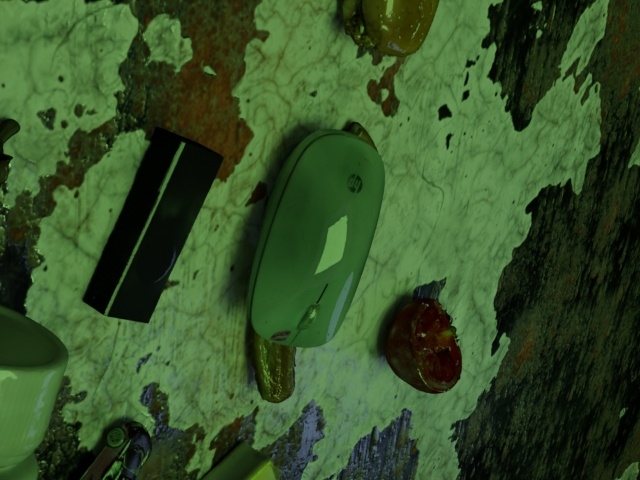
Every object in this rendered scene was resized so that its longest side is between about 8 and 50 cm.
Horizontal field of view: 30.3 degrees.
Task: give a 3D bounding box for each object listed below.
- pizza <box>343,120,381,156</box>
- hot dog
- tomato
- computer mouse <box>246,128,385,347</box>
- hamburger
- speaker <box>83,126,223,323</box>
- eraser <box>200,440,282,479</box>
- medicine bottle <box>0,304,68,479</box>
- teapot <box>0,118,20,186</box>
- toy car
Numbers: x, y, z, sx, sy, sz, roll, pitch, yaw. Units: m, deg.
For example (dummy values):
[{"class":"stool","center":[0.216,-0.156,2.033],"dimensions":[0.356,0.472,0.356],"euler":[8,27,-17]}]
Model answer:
[{"class":"pizza","center":[0.027,-0.068,1.626],"dimensions":[0.176,0.036,0.185],"euler":[-32,135,-38]},{"class":"hot dog","center":[-0.066,0.125,1.621],"dimensions":[0.066,0.047,0.216],"euler":[-9,118,-16]},{"class":"tomato","center":[0.157,0.173,1.924],"dimensions":[0.139,0.091,0.159],"euler":[-36,112,-49]},{"class":"computer mouse","center":[0.004,0.000,1.530],"dimensions":[0.159,0.097,0.288],"euler":[14,88,-37]},{"class":"hamburger","center":[0.093,-0.310,1.510],"dimensions":[0.138,0.083,0.147],"euler":[11,100,-51]},{"class":"speaker","center":[-0.192,-0.015,1.356],"dimensions":[0.082,0.044,0.218],"euler":[20,96,-56]},{"class":"eraser","center":[-0.146,0.413,1.691],"dimensions":[0.226,0.069,0.158],"euler":[-42,139,-29]},{"class":"medicine bottle","center":[-0.388,0.248,1.122],"dimensions":[0.211,0.211,0.372],"euler":[8,106,-55]},{"class":"teapot","center":[-0.315,-0.077,1.124],"dimensions":[0.110,0.085,0.080],"euler":[-48,150,-57]},{"class":"toy car","center":[-0.258,0.291,1.468],"dimensions":[0.142,0.055,0.069],"euler":[-53,149,-13]}]
